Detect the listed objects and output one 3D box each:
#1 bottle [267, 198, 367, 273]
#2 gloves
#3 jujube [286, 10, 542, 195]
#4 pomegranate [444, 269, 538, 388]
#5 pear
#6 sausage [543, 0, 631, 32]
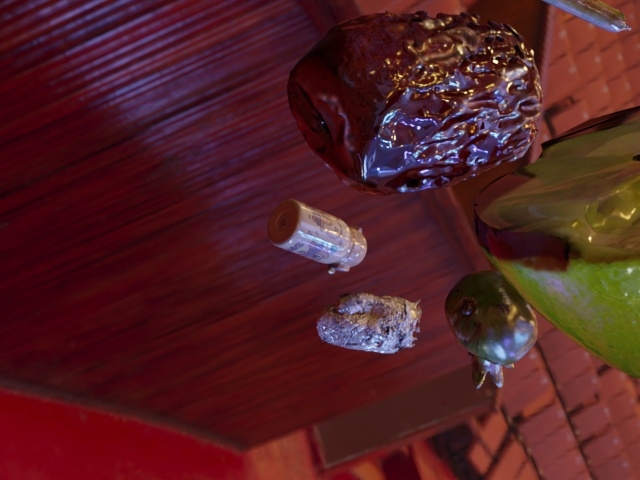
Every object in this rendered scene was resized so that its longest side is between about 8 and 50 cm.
[{"bbox_3d":[0.000,0.000,2.110,0.209,0.097,0.110,22,84,-40],"label":"bottle"},{"bbox_3d":[0.071,0.124,1.608,0.114,0.153,0.070,98,-2,-57],"label":"gloves"},{"bbox_3d":[0.142,-0.196,1.525,0.258,0.376,0.259,175,-90,-73],"label":"jujube"},{"bbox_3d":[0.266,0.143,1.698,0.191,0.131,0.152,91,-16,-46],"label":"pomegranate"},{"bbox_3d":[0.339,-0.001,0.943,0.399,0.398,0.165,-83,157,-72],"label":"pear"},{"bbox_3d":[0.294,-0.337,1.424,0.269,0.033,0.033,24,18,-6],"label":"sausage"}]
